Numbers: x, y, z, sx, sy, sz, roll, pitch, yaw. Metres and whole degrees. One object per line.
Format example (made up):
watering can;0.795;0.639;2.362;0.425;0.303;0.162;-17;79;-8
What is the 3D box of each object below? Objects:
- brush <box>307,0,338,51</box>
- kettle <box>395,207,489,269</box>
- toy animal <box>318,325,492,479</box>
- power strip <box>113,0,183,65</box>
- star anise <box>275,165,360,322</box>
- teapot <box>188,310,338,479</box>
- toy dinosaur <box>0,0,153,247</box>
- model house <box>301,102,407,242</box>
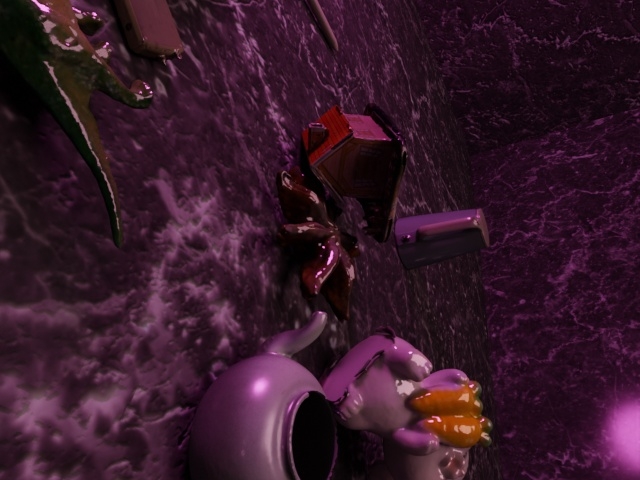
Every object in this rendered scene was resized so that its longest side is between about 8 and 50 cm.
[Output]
brush;-0.022;-0.581;1.043;0.299;0.039;0.042;49;37;-44
kettle;0.344;-0.020;1.256;0.211;0.243;0.159;22;59;-56
toy animal;0.141;0.313;0.748;0.310;0.247;0.183;51;51;-14
power strip;-0.222;-0.296;0.539;0.076;0.028;0.168;-28;101;-63
star anise;0.001;0.001;0.760;0.288;0.088;0.288;45;30;-36
teapot;-0.054;0.232;0.506;0.193;0.130;0.294;41;44;-48
toy dinosaur;-0.284;-0.207;0.325;0.301;0.087;0.446;-5;78;-61
model house;0.042;-0.137;0.826;0.294;0.154;0.207;-102;-162;-60
